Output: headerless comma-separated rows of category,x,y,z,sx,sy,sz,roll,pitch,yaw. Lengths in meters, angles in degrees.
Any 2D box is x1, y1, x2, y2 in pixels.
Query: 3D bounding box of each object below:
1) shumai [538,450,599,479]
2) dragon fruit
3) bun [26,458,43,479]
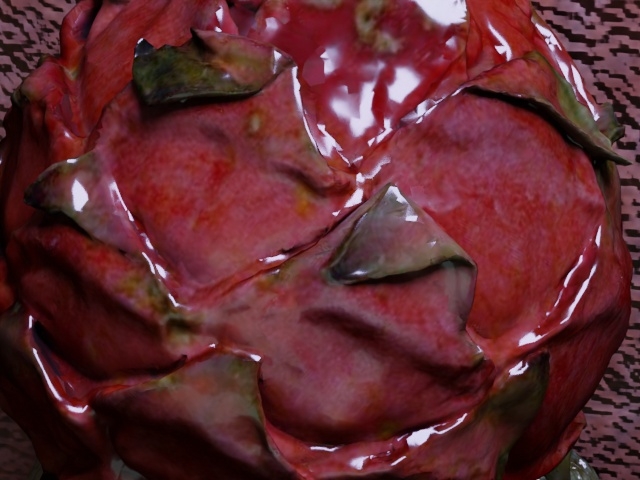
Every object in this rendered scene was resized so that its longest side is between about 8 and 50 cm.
shumai,0.090,0.133,0.838,0.082,0.080,0.083,-4,125,14
dragon fruit,0.000,0.000,0.669,0.244,0.244,0.299,17,109,-2
bun,-0.053,0.149,0.852,0.195,0.118,0.195,3,118,6
